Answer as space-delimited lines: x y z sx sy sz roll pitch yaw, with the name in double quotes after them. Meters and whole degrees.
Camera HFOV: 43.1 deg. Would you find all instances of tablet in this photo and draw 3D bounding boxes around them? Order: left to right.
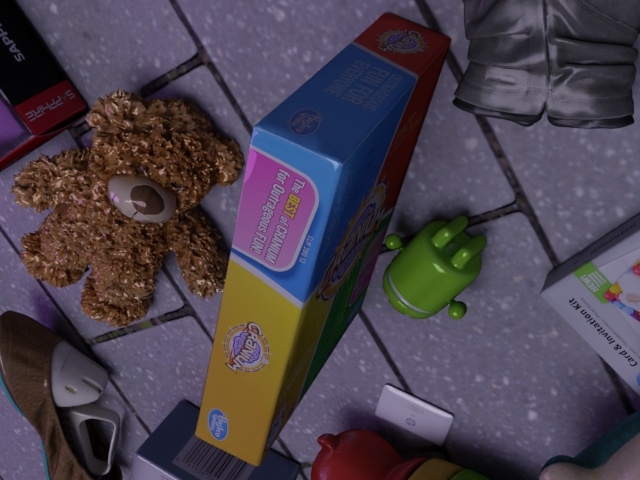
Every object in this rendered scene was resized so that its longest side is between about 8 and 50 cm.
0.103 0.195 0.903 0.083 0.006 0.054 24 129 14 "tablet"

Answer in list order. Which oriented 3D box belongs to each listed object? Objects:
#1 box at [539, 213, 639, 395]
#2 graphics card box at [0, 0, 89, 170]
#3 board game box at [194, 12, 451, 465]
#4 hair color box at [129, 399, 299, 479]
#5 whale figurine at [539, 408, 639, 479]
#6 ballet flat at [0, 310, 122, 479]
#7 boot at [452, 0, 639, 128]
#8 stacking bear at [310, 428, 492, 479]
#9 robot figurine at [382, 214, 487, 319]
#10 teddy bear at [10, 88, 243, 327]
0.301 0.042 0.671 0.145 0.038 0.186 45 132 -4 "box"
-0.445 -0.237 0.870 0.233 0.094 0.371 -20 108 37 "graphics card box"
0.000 0.000 0.678 0.064 0.242 0.316 25 130 12 "board game box"
-0.169 0.414 1.131 0.185 0.113 0.374 27 129 12 "hair color box"
0.299 0.202 0.712 0.216 0.141 0.272 5 119 4 "whale figurine"
-0.346 0.235 1.126 0.124 0.116 0.342 -2 121 7 "ballet flat"
0.116 -0.168 0.583 0.246 0.083 0.161 17 112 17 "boot"
0.112 0.310 0.872 0.289 0.164 0.175 28 163 28 "stacking bear"
0.103 0.028 0.752 0.101 0.067 0.115 47 132 8 "robot figurine"
-0.222 -0.012 0.882 0.338 0.113 0.245 -23 109 38 "teddy bear"
